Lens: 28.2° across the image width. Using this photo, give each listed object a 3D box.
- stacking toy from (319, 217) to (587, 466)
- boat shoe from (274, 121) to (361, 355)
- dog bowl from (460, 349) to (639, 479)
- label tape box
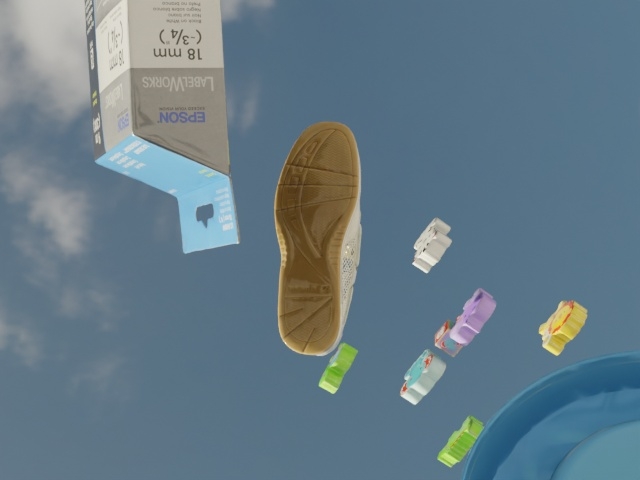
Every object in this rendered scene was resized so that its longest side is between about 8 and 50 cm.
[{"bbox_3d":[0.122,0.105,1.215,0.167,0.221,0.052,32,-158,-8],"label":"stacking toy"},{"bbox_3d":[0.000,0.000,1.514,0.096,0.098,0.277,36,-120,-73],"label":"boat shoe"},{"bbox_3d":[0.182,0.162,0.488,0.166,0.297,0.074,-30,-46,-23],"label":"dog bowl"},{"bbox_3d":[-0.178,-0.154,1.366,0.105,0.240,0.334,-3,-92,-19],"label":"label tape box"}]
